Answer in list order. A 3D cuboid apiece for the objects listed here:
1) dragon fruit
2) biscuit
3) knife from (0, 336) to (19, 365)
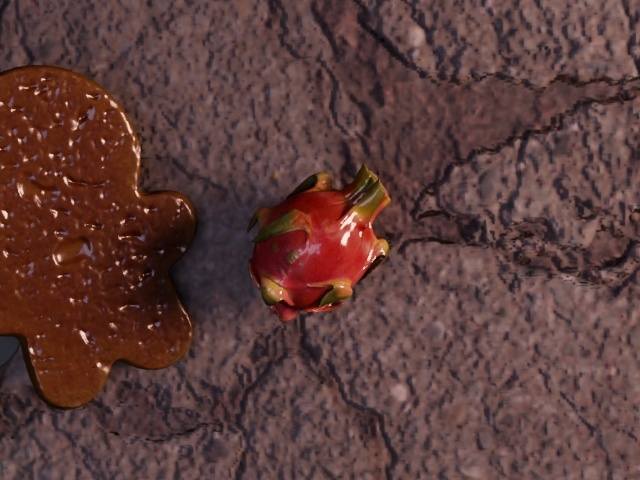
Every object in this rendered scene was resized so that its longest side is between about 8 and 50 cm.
[{"bbox_3d":[0.002,0.000,1.211,0.116,0.081,0.086,-32,77,15],"label":"dragon fruit"},{"bbox_3d":[-0.175,-0.006,1.237,0.180,0.039,0.236,-21,104,-14],"label":"biscuit"},{"bbox_3d":[-0.239,0.079,1.283,0.034,0.063,0.260,26,105,39],"label":"knife"}]
